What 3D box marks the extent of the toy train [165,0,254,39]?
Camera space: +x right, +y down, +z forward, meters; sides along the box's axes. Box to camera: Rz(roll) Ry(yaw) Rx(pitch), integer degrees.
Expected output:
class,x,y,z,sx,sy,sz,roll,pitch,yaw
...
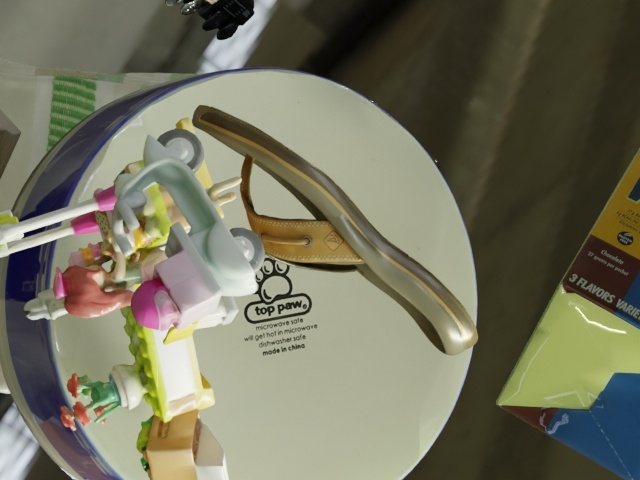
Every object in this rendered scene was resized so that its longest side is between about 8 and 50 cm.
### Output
class,x,y,z,sx,sy,sz,roll,pitch,yaw
toy train,-0.071,-0.144,1.040,0.036,0.027,0.158,-37,161,10

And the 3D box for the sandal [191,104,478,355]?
class,x,y,z,sx,sy,sz,roll,pitch,yaw
sandal,0.000,0.000,0.941,0.049,0.180,0.072,-46,180,-3

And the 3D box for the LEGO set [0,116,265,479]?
class,x,y,z,sx,sy,sz,roll,pitch,yaw
LEGO set,-0.104,0.040,0.887,0.107,0.132,0.287,-19,155,-17

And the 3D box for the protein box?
class,x,y,z,sx,sy,sz,roll,pitch,yaw
protein box,0.260,0.044,1.488,0.201,0.136,0.200,-55,171,-32

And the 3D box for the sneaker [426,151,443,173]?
class,x,y,z,sx,sy,sz,roll,pitch,yaw
sneaker,-0.024,0.053,1.515,0.343,0.146,0.134,-44,-175,21

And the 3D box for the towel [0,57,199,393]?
class,x,y,z,sx,sy,sz,roll,pitch,yaw
towel,-0.206,-0.009,1.387,0.038,0.324,0.248,3,95,-72

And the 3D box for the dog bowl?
class,x,y,z,sx,sy,sz,roll,pitch,yaw
dog bowl,-0.046,0.035,1.097,0.265,0.265,0.104,-58,-160,-16

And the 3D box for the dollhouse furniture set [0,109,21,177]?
class,x,y,z,sx,sy,sz,roll,pitch,yaw
dollhouse furniture set,-0.294,-0.126,0.998,0.286,0.198,0.303,-12,138,-52
